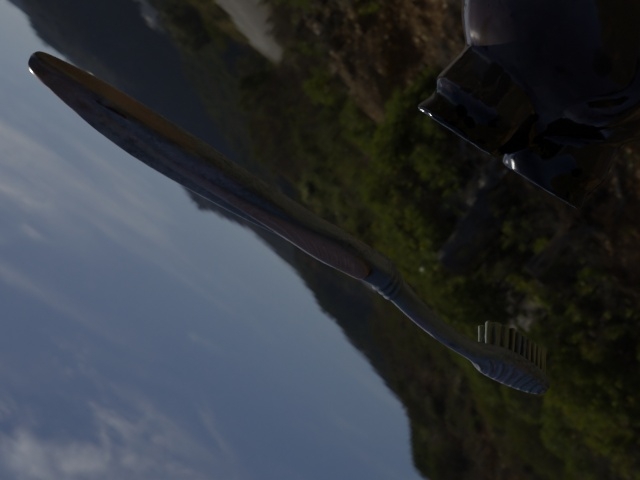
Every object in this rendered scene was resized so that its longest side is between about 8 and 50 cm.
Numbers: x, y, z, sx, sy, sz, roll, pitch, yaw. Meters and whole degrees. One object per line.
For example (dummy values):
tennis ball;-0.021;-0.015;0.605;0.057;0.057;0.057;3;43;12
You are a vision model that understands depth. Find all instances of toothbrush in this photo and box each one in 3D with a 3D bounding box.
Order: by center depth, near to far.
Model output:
toothbrush;0.000;0.000;0.604;0.375;0.028;0.037;31;-130;-25

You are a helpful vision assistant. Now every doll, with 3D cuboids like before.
doll;0.157;-0.143;0.496;0.182;0.257;0.117;28;-176;-28
